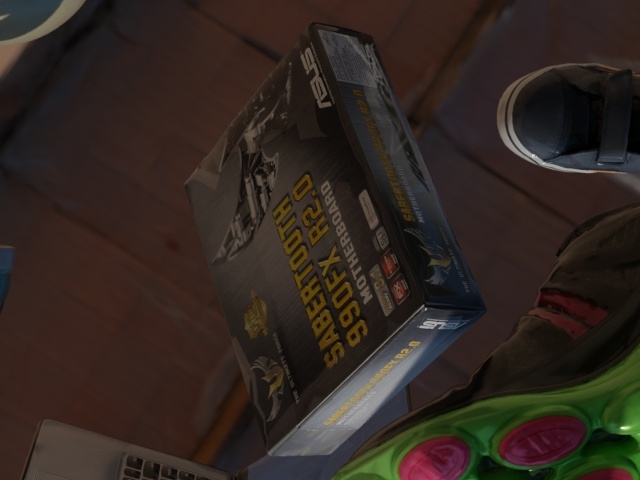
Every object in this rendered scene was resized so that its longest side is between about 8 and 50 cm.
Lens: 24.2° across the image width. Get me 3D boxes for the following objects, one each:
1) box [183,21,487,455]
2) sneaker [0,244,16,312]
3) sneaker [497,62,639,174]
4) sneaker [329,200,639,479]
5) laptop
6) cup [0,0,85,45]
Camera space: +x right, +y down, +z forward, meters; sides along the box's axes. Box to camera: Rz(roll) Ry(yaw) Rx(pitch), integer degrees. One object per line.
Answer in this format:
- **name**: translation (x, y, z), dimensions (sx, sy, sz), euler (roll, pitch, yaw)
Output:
- **box**: translation (0.000, 0.000, 0.999), dimensions (0.056, 0.231, 0.183), euler (7, 141, -37)
- **sneaker**: translation (-0.415, 0.065, 1.603), dimensions (0.302, 0.108, 0.121), euler (-5, 99, -74)
- **sneaker**: translation (0.359, -0.131, 1.643), dimensions (0.127, 0.321, 0.126), euler (-178, -89, -68)
- **sneaker**: translation (0.224, 0.098, 1.141), dimensions (0.483, 0.185, 0.202), euler (-33, -160, 9)
- **laptop**: translation (-0.123, 0.271, 1.683), dimensions (0.382, 0.408, 0.236), euler (-91, -160, -67)
- **cup**: translation (-0.458, -0.411, 2.011), dimensions (0.331, 0.331, 0.237), euler (-57, -167, 9)
